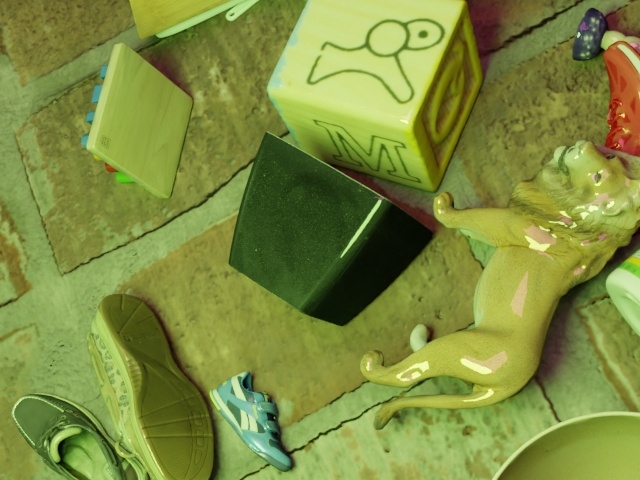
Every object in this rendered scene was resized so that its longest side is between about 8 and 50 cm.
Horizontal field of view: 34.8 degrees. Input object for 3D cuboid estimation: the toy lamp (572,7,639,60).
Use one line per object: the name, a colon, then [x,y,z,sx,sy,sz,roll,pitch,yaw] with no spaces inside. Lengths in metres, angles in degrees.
toy lamp: [0.454,-0.219,1.269,0.275,0.080,0.080,22,75,23]

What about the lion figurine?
lion figurine: [0.218,0.063,1.168,0.240,0.142,0.392,14,78,36]

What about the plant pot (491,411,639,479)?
plant pot: [0.302,0.331,1.016,0.284,0.191,0.284,-6,66,13]

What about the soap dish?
soap dish: [-0.207,-0.467,1.535,0.229,0.118,0.290,-23,61,8]

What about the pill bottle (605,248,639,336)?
pill bottle: [0.453,0.016,1.135,0.246,0.136,0.136,-40,63,-3]

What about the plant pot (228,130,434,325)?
plant pot: [0.000,0.000,1.261,0.188,0.187,0.167,30,92,25]

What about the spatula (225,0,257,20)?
spatula: [-0.079,-0.444,1.553,0.242,0.019,0.168,-38,64,-2]

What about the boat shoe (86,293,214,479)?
boat shoe: [-0.218,0.201,1.286,0.089,0.105,0.285,-52,51,34]

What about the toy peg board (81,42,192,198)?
toy peg board: [-0.270,-0.160,1.419,0.079,0.161,0.161,-3,66,32]

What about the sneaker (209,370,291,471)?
sneaker: [-0.076,0.220,1.252,0.059,0.053,0.144,-40,64,-5]

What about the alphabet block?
alphabet block: [0.076,-0.201,1.307,0.197,0.193,0.192,19,75,22]

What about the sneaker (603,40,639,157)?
sneaker: [0.357,-0.123,1.233,0.128,0.087,0.221,-23,78,9]

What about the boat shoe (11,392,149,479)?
boat shoe: [-0.313,0.256,1.293,0.223,0.073,0.080,31,79,25]
